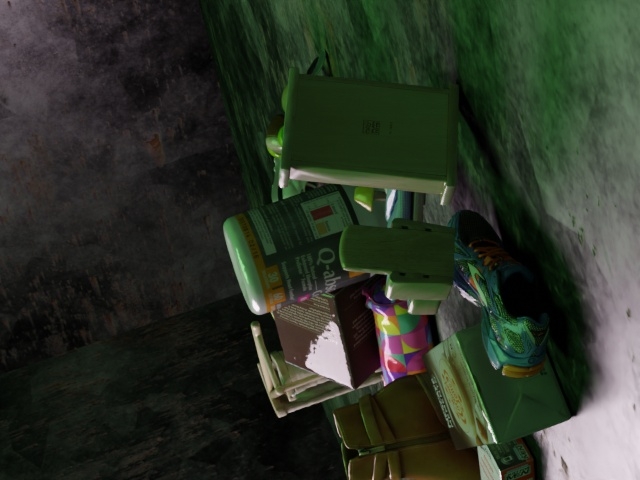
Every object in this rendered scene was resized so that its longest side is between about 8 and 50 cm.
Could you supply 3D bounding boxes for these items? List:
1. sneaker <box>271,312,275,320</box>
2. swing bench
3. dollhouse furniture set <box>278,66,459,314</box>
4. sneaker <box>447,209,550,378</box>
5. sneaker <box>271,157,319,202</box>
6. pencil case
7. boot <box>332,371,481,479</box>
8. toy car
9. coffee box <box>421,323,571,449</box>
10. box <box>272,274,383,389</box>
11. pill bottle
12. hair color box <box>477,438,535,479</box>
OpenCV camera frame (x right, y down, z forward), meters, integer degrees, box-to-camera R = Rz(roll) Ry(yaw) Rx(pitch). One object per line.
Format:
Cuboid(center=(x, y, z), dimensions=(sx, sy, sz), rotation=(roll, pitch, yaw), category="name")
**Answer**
Cuboid(center=(-0.024, 0.114, 2.229), dimensions=(0.147, 0.145, 0.385), rotation=(60, 180, 33), category="sneaker")
Cuboid(center=(0.005, 0.247, 2.530), dimensions=(0.255, 0.253, 0.165), rotation=(87, 163, -64), category="swing bench")
Cuboid(center=(0.045, -0.022, 1.485), dimensions=(0.303, 0.198, 0.286), rotation=(98, 177, -64), category="dollhouse furniture set")
Cuboid(center=(0.208, 0.045, 1.380), dimensions=(0.087, 0.083, 0.221), rotation=(109, 145, -46), category="sneaker")
Cuboid(center=(-0.047, -0.144, 2.638), dimensions=(0.090, 0.094, 0.235), rotation=(59, -156, -49), category="sneaker")
Cuboid(center=(0.136, 0.163, 2.006), dimensions=(0.104, 0.104, 0.236), rotation=(-121, 14, -57), category="pencil case")
Cuboid(center=(0.150, 0.346, 1.885), dimensions=(0.109, 0.220, 0.283), rotation=(-131, 23, -69), category="boot")
Cuboid(center=(-0.011, -0.236, 2.145), dimensions=(0.155, 0.149, 0.188), rotation=(176, 105, -78), category="toy car")
Cuboid(center=(0.212, 0.180, 1.519), dimensions=(0.246, 0.098, 0.141), rotation=(109, 142, -77), category="coffee box")
Cuboid(center=(0.031, 0.108, 2.067), dimensions=(0.167, 0.168, 0.203), rotation=(17, 133, 38), category="box")
Cuboid(center=(0.000, 0.000, 1.903), dimensions=(0.162, 0.278, 0.162), rotation=(161, 90, -83), category="pill bottle")
Cuboid(center=(0.262, 0.335, 1.706), dimensions=(0.093, 0.053, 0.167), rotation=(-116, 9, -49), category="hair color box")
